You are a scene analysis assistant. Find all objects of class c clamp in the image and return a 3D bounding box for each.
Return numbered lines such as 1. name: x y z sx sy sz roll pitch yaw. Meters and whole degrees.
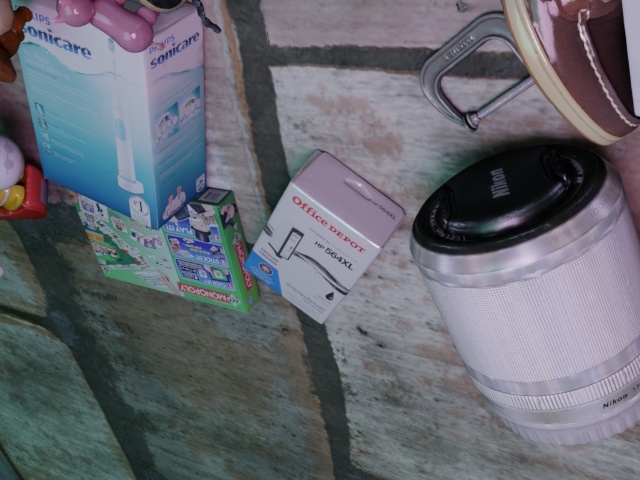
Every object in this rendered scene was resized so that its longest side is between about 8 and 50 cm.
1. c clamp: 0.187 -0.167 0.781 0.161 0.022 0.137 -25 109 44

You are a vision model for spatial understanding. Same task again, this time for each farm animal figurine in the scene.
1. farm animal figurine: -0.304 -0.295 0.708 0.330 0.172 0.326 -12 120 25

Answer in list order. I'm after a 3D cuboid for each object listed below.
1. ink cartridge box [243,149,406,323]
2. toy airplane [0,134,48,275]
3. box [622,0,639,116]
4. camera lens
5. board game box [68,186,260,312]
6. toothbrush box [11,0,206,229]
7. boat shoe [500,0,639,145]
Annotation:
1. ink cartridge box: 0.000 0.000 1.005 0.148 0.086 0.203 36 138 3
2. toy airplane: -0.579 -0.114 1.098 0.272 0.384 0.386 -6 122 23
3. box: 0.336 -0.184 0.543 0.181 0.119 0.182 22 146 47
4. camera lens: 0.236 0.052 0.788 0.219 0.219 0.274 -7 121 38
5. board game box: -0.262 -0.003 1.211 0.317 0.046 0.213 11 132 27
6. toothbrush box: -0.279 -0.192 1.001 0.216 0.126 0.295 23 136 18
7. boat shoe: 0.224 -0.243 0.623 0.123 0.123 0.342 -13 111 42
